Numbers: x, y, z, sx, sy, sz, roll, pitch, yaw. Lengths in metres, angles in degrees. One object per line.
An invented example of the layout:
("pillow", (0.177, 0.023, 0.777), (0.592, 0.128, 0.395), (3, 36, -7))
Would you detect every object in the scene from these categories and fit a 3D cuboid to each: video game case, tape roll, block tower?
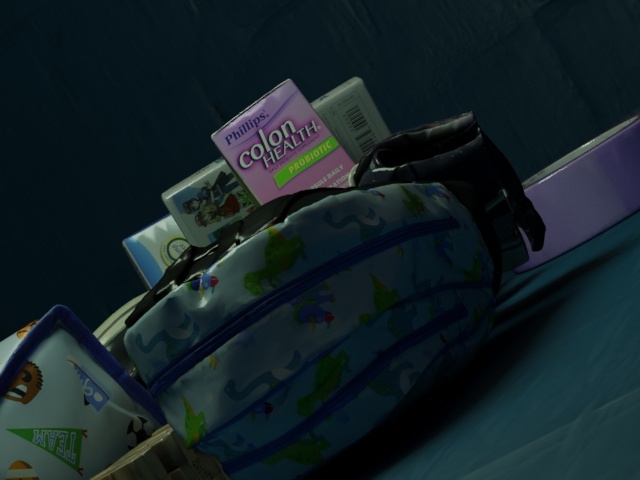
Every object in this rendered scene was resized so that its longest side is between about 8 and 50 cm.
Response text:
("video game case", (0.000, 0.000, 2.079), (0.300, 0.329, 0.036), (-32, 20, -5))
("tape roll", (0.330, -0.067, 1.931), (0.274, 0.090, 0.275), (-31, 0, 0))
("block tower", (-0.109, 0.205, 1.511), (0.097, 0.091, 0.335), (-31, 1, 28))

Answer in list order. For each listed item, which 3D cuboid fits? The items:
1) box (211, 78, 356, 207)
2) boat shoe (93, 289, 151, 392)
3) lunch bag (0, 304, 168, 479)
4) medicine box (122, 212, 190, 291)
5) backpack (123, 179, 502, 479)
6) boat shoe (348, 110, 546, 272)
("box", (0.000, -0.039, 1.885), (0.117, 0.243, 0.213), (-37, -12, -2))
("boat shoe", (-0.267, 0.233, 1.951), (0.500, 0.156, 0.187), (-44, -23, -39))
("lunch bag", (-0.366, 0.286, 1.521), (0.328, 0.239, 0.385), (-30, 21, 41))
("medicine box", (-0.146, 0.099, 2.282), (0.149, 0.263, 0.289), (-31, -8, -7))
("backpack", (-0.007, 0.072, 1.330), (0.290, 0.273, 0.355), (-29, -21, 17))
("boat shoe", (0.040, -0.012, 1.576), (0.340, 0.158, 0.127), (-22, 33, 6))
